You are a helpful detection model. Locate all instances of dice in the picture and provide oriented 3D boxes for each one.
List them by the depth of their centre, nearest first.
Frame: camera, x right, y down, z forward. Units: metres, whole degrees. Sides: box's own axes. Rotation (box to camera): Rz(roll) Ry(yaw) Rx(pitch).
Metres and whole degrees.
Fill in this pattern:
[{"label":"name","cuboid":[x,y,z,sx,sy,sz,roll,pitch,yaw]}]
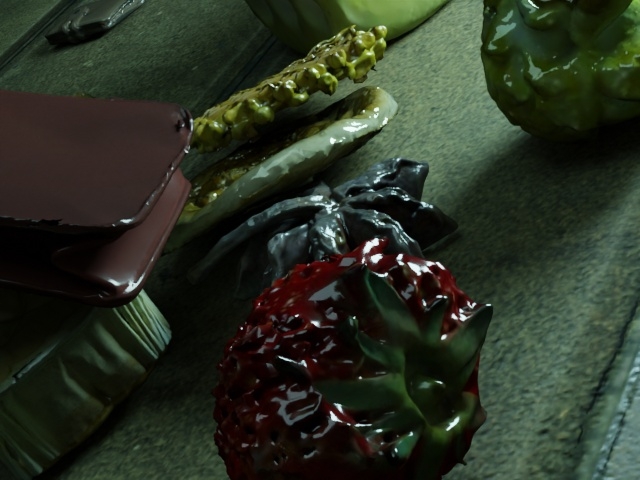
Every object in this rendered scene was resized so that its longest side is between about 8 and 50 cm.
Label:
[{"label":"dice","cuboid":[0.025,-0.366,1.499,0.233,0.226,0.238,-38,29,-16]}]

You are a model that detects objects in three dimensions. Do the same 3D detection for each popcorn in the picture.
[{"label":"popcorn","cuboid":[0.224,-0.182,1.061,0.198,0.212,0.198,-5,62,10]}]

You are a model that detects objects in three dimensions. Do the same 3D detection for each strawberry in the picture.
[{"label":"strawberry","cuboid":[0.005,0.102,0.814,0.184,0.186,0.201,-7,-7,-39]}]

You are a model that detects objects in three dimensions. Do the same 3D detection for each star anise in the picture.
[{"label":"star anise","cuboid":[-0.001,0.000,1.068,0.231,0.089,0.209,-19,20,-6]}]

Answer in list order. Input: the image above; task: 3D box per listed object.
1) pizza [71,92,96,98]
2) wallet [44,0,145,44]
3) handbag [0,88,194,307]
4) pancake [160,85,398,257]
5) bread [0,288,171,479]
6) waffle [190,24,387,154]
[{"label":"pizza","cuboid":[-0.331,-0.130,1.627,0.134,0.046,0.175,-18,30,18]},{"label":"wallet","cuboid":[-0.368,-0.362,2.052,0.153,0.038,0.118,-5,34,35]},{"label":"handbag","cuboid":[-0.259,-0.047,1.066,0.276,0.084,0.260,9,30,5]},{"label":"pancake","cuboid":[-0.049,-0.069,1.218,0.282,0.049,0.282,-28,11,6]},{"label":"bread","cuboid":[-0.239,0.095,1.108,0.192,0.110,0.210,-45,31,-15]},{"label":"waffle","cuboid":[-0.038,-0.155,1.323,0.229,0.051,0.231,-19,14,35]}]
